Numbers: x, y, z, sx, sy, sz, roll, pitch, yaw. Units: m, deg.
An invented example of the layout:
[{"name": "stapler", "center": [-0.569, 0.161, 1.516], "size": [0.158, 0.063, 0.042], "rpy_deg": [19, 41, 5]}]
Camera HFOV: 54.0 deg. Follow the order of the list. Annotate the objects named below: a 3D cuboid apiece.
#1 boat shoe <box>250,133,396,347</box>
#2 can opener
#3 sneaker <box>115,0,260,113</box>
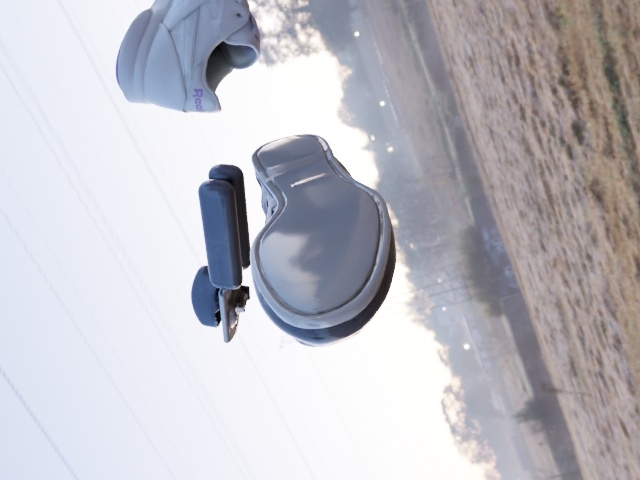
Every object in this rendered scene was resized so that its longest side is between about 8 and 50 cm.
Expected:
[{"name": "boat shoe", "center": [0.000, 0.000, 0.542], "size": [0.335, 0.112, 0.095], "rpy_deg": [-107, 0, -62]}, {"name": "can opener", "center": [-0.146, 0.026, 0.855], "size": [0.076, 0.095, 0.283], "rpy_deg": [-72, -14, -49]}, {"name": "sneaker", "center": [-0.126, -0.285, 0.765], "size": [0.114, 0.152, 0.305], "rpy_deg": [82, -154, -76]}]
